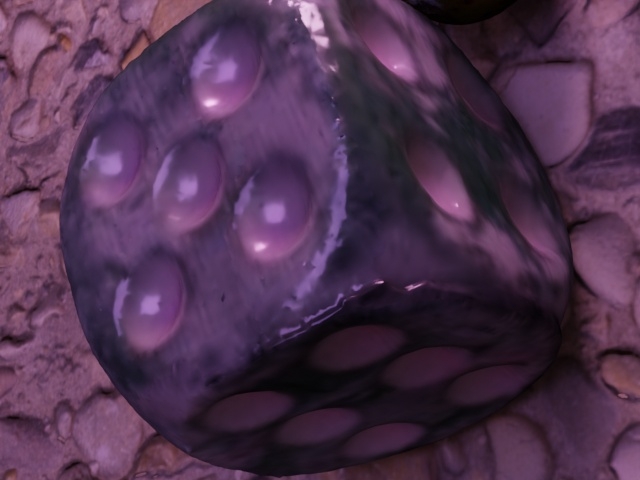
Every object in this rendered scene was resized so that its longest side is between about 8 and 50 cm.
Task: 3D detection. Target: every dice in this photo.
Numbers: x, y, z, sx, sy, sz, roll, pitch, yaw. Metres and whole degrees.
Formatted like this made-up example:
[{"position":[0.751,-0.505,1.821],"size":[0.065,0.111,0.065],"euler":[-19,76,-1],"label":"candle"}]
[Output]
[{"position":[0.000,0.000,1.373],"size":[0.330,0.328,0.348],"euler":[-37,56,26],"label":"dice"}]

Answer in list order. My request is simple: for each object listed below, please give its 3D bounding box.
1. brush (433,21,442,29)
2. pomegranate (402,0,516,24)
[{"position":[-0.014,-0.153,1.619],"size":[0.321,0.050,0.060],"euler":[-20,61,32],"label":"brush"},{"position":[0.141,-0.312,1.463],"size":[0.202,0.202,0.248],"euler":[28,67,41],"label":"pomegranate"}]
